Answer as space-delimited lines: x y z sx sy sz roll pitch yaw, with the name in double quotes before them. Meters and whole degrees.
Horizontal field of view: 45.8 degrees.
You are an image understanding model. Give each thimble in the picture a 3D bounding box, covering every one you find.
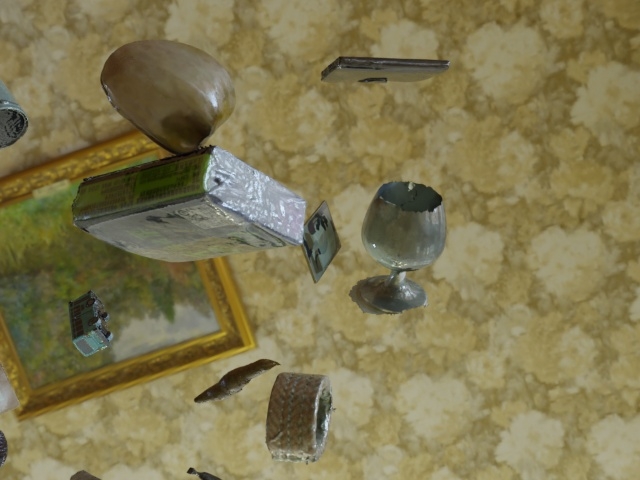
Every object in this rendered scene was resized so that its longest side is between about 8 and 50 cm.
"thimble" -0.052 0.463 2.008 0.148 0.196 0.229 0 -140 15

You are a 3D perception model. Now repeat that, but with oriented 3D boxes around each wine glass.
"wine glass" 0.209 0.017 2.001 0.238 0.323 0.238 4 -152 -2

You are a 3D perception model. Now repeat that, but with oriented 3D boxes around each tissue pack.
"tissue pack" -0.266 -0.056 1.531 0.394 0.124 0.288 -9 156 37

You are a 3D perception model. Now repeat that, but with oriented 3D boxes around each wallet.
"wallet" 0.162 -0.436 1.952 0.309 0.042 0.165 -4 177 -21

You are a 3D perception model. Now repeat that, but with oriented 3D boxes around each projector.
"projector" -0.688 -0.320 1.469 0.108 0.337 0.108 -33 154 -18

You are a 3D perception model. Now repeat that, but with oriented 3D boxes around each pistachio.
"pistachio" -0.303 -0.306 1.529 0.163 0.260 0.213 -7 -130 62

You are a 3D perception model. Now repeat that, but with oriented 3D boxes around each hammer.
"hammer" -0.229 0.596 1.638 0.027 0.125 0.297 -59 -162 8

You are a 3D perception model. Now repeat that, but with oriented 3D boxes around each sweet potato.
"sweet potato" -0.232 0.387 2.095 0.274 0.067 0.067 -29 -174 14

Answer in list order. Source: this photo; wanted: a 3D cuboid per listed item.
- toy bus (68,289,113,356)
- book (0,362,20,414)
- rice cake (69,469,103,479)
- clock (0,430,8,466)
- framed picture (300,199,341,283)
"toy bus" -0.599 0.212 1.954 0.091 0.079 0.160 -26 -138 -2
"book" -0.870 0.377 1.965 0.118 0.172 0.012 -23 179 -37
"rice cake" -0.562 0.706 2.066 0.399 0.070 0.064 4 -151 43
"clock" -0.730 0.413 1.557 0.100 0.194 0.195 0 178 11
"framed picture" 0.000 0.000 1.869 0.010 0.136 0.201 -10 -158 25
